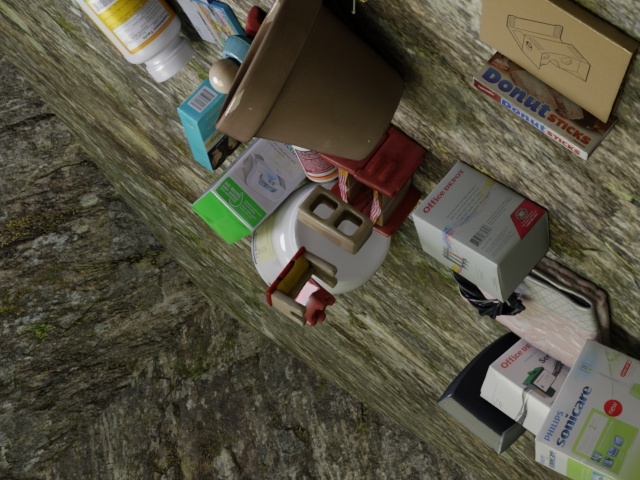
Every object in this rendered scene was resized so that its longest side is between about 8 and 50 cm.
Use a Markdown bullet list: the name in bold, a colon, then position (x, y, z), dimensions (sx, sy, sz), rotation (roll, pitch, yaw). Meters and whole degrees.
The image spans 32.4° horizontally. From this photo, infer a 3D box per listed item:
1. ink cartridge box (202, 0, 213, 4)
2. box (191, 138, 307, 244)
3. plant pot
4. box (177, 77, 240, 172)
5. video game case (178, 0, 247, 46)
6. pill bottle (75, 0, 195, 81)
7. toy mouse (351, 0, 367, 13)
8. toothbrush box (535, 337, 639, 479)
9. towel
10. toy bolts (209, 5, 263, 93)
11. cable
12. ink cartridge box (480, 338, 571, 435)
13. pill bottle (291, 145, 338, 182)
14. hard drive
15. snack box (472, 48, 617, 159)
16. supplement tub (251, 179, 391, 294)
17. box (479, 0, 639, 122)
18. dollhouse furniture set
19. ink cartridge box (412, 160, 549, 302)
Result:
- **ink cartridge box**: position (-0.225, -0.465, 1.819), dimensions (0.207, 0.097, 0.046), rotation (31, 161, 36)
- **box**: position (-0.131, -0.126, 2.264), dimensions (0.127, 0.231, 0.262), rotation (45, 165, -7)
- **plant pot**: position (-0.004, -0.239, 1.685), dimensions (0.229, 0.263, 0.263), rotation (25, 168, -11)
- **box**: position (-0.246, -0.252, 2.454), dimensions (0.060, 0.100, 0.244), rotation (37, 165, 17)
- **video game case**: position (-0.199, -0.409, 2.069), dimensions (0.166, 0.015, 0.119), rotation (27, 158, 44)
- **pill bottle**: position (-0.363, -0.436, 2.170), dimensions (0.245, 0.136, 0.136), rotation (50, 163, -25)
- **toy mouse**: position (0.031, -0.392, 1.505), dimensions (0.143, 0.031, 0.161), rotation (45, 165, -9)
- **toothbrush box**: position (0.525, 0.323, 1.814), dimensions (0.283, 0.206, 0.122), rotation (25, 159, 23)
- **towel**: position (0.372, 0.104, 1.979), dimensions (0.332, 0.053, 0.317), rotation (34, 163, 30)
- **toy bolts**: position (-0.092, -0.264, 1.921), dimensions (0.218, 0.158, 0.228), rotation (32, 162, 34)
- **cable**: position (0.279, 0.075, 1.952), dimensions (0.150, 0.047, 0.184), rotation (48, 165, -13)
- **ink cartridge box**: position (0.437, 0.284, 2.072), dimensions (0.219, 0.160, 0.092), rotation (34, 137, 27)
- **pill bottle**: position (-0.011, -0.185, 2.077), dimensions (0.086, 0.086, 0.152), rotation (32, 162, 34)
- **hard drive**: position (0.362, 0.290, 2.173), dimensions (0.172, 0.255, 0.054), rotation (38, 137, 17)
- **snack box**: position (0.283, -0.176, 1.399), dimensions (0.178, 0.064, 0.022), rotation (37, 166, 18)
- **supplement tub**: position (0.000, 0.000, 2.272), dimensions (0.235, 0.235, 0.325), rotation (44, 165, -7)
- **box**: position (0.280, -0.238, 1.323), dimensions (0.201, 0.021, 0.164), rotation (37, 164, 17)
- **dollhouse furniture set**: position (0.020, -0.023, 1.904), dimensions (0.152, 0.374, 0.201), rotation (34, 162, 14)
- **ink cartridge box**: position (0.260, -0.015, 1.782), dimensions (0.176, 0.128, 0.127), rotation (35, 164, 29)
